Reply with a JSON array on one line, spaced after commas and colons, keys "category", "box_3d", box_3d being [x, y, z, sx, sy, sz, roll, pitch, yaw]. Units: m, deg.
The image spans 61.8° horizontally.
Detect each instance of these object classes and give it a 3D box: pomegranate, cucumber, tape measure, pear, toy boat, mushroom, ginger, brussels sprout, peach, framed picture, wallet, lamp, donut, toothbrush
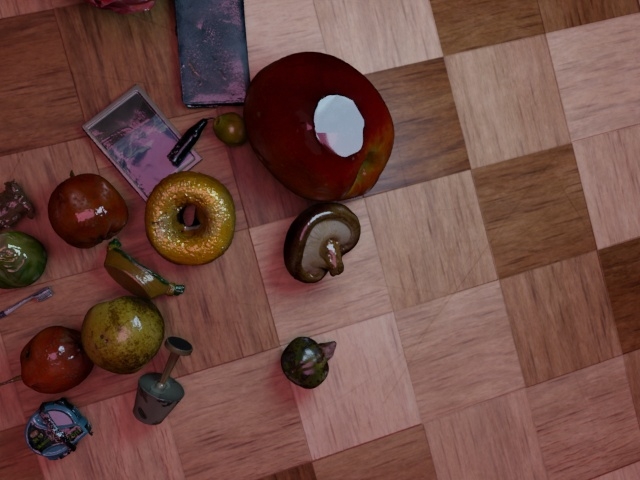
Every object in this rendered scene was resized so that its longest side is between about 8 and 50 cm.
[{"category": "pomegranate", "box_3d": [-0.023, 0.314, 1.414, 0.163, 0.125, 0.138, -29, 82, -9]}, {"category": "cucumber", "box_3d": [-0.336, -0.266, 1.386, 0.043, 0.039, 0.163, 38, 82, -29]}, {"category": "tape measure", "box_3d": [-0.660, 0.471, 1.329, 0.125, 0.081, 0.146, -38, 96, -10]}, {"category": "pear", "box_3d": [-0.475, 0.232, 1.297, 0.197, 0.197, 0.197, 0, 90, -10]}, {"category": "toy boat", "box_3d": [-0.461, 0.086, 1.370, 0.229, 0.089, 0.088, 38, 45, -7]}, {"category": "mushroom", "box_3d": [-0.007, -0.004, 1.399, 0.231, 0.138, 0.194, -38, 115, -13]}, {"category": "ginger", "box_3d": [-0.841, -0.031, 1.294, 0.290, 0.084, 0.122, -36, 102, -7]}, {"category": "brussels sprout", "box_3d": [-0.738, 0.048, 1.286, 0.155, 0.155, 0.117, -40, 60, -7]}, {"category": "peach", "box_3d": [0.001, -0.278, 1.327, 0.335, 0.310, 0.406, -39, 97, -4]}, {"category": "framed picture", "box_3d": [-0.463, -0.251, 1.391, 0.189, 0.023, 0.260, -41, 96, -10]}, {"category": "wallet", "box_3d": [-0.285, -0.542, 1.406, 0.190, 0.046, 0.379, -5, 92, -9]}, {"category": "lamp", "box_3d": [-0.393, 0.354, 1.351, 0.121, 0.121, 0.215, 25, 97, -9]}, {"category": "pear", "box_3d": [-0.230, -0.291, 1.399, 0.097, 0.092, 0.092, 31, 84, -50]}, {"category": "donut", "box_3d": [-0.333, -0.051, 1.373, 0.253, 0.118, 0.254, -3, 106, -10]}, {"category": "toothbrush", "box_3d": [-0.806, 0.191, 1.333, 0.288, 0.024, 0.026, -28, 109, -9]}]

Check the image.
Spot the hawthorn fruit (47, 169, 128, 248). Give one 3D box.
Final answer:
[{"category": "hawthorn fruit", "box_3d": [-0.571, -0.087, 1.298, 0.179, 0.179, 0.201, -23, 85, -9]}]

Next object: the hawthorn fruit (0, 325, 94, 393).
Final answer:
[{"category": "hawthorn fruit", "box_3d": [-0.697, 0.320, 1.285, 0.285, 0.165, 0.165, -29, 95, -10]}]

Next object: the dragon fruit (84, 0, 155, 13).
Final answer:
[{"category": "dragon fruit", "box_3d": [-0.485, -0.694, 1.268, 0.386, 0.249, 0.371, 13, 71, -3]}]
